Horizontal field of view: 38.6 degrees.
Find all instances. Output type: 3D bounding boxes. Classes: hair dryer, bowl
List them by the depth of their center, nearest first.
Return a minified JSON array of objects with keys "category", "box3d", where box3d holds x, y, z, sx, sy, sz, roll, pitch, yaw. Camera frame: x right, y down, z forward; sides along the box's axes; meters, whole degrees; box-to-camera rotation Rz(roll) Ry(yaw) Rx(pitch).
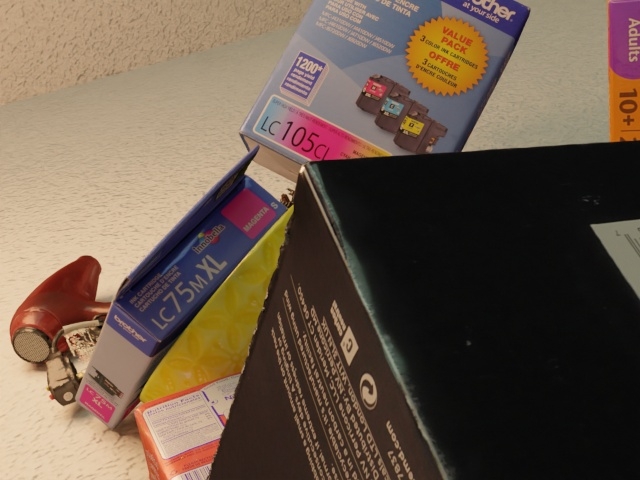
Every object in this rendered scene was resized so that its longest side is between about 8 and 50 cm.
[{"category":"bowl","box3d":[-0.020,0.090,0.885,0.156,0.289,0.289,40,35,3]},{"category":"hair dryer","box3d":[-0.261,0.102,1.115,0.223,0.080,0.293,-12,32,-30]}]

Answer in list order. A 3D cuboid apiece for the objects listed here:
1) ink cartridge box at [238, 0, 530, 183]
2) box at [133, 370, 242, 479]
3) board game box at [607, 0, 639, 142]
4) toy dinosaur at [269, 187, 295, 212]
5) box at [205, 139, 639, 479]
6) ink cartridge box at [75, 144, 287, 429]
[{"category":"ink cartridge box","box3d":[0.101,-0.237,1.251,0.270,0.395,0.151,27,-10,5]},{"category":"box","box3d":[0.022,0.176,0.730,0.300,0.142,0.154,-16,25,-19]},{"category":"board game box","box3d":[0.516,-0.144,1.032,0.356,0.356,0.356,0,25,20]},{"category":"toy dinosaur","box3d":[0.000,0.000,1.159,0.218,0.164,0.322,0,-3,-23]},{"category":"box","box3d":[0.136,0.117,0.495,0.343,0.312,0.179,-6,51,-23]},{"category":"ink cartridge box","box3d":[-0.134,0.056,0.871,0.065,0.311,0.186,39,56,4]}]
